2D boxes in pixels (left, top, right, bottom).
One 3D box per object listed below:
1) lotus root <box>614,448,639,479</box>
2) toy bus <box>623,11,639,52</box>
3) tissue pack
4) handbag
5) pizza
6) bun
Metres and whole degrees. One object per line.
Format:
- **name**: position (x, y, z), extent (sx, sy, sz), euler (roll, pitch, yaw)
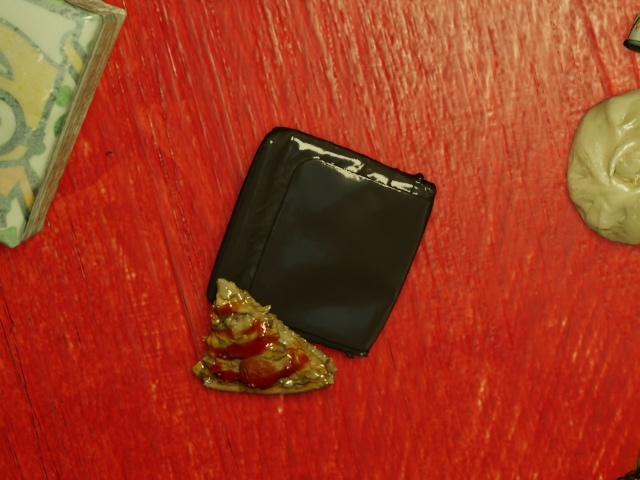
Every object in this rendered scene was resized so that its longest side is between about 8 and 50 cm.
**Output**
- **lotus root**: position (0.473, 0.249, 1.538), extent (0.314, 0.169, 0.141), euler (-39, 106, 13)
- **toy bus**: position (0.443, -0.222, 1.495), extent (0.194, 0.087, 0.089), euler (18, 96, 5)
- **tissue pack**: position (-0.401, -0.178, 1.600), extent (0.228, 0.128, 0.311), euler (25, 105, 3)
- **handbag**: position (0.000, 0.000, 1.605), extent (0.223, 0.080, 0.247), euler (20, 108, -4)
- **pizza**: position (-0.088, 0.125, 1.596), extent (0.188, 0.062, 0.199), euler (-7, 133, 23)
- **bun**: position (0.371, -0.081, 1.522), extent (0.183, 0.102, 0.183), euler (1, 103, 5)
